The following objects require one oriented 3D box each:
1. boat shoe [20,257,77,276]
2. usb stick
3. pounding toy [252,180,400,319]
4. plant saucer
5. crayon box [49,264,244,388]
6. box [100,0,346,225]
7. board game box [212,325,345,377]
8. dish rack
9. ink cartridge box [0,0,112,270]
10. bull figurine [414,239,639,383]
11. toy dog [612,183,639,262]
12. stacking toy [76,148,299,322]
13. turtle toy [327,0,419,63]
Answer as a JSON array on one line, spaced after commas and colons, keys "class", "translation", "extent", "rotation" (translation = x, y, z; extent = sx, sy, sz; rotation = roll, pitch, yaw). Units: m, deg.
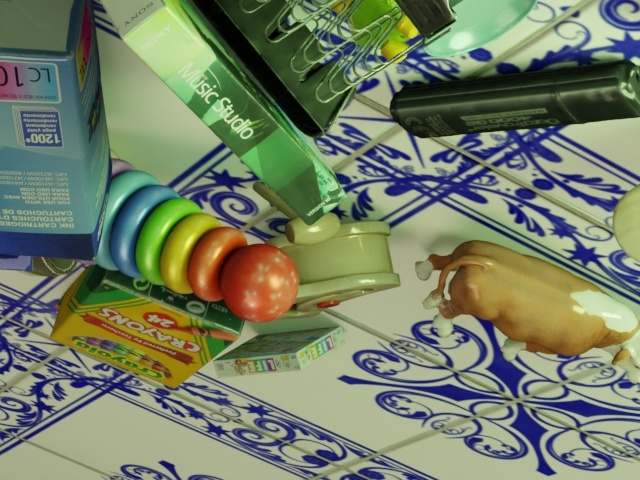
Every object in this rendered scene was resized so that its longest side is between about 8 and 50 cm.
[{"class": "boat shoe", "translation": [-0.343, -0.051, 2.253], "extent": [0.096, 0.117, 0.324], "rotation": [10, 147, 17]}, {"class": "usb stick", "translation": [0.201, -0.140, 1.853], "extent": [0.278, 0.045, 0.077], "rotation": [-4, 155, 34]}, {"class": "pounding toy", "translation": [0.000, 0.000, 2.210], "extent": [0.154, 0.155, 0.269], "rotation": [-7, 170, -18]}, {"class": "plant saucer", "translation": [0.145, -0.213, 1.710], "extent": [0.119, 0.021, 0.119], "rotation": [-23, 161, -8]}, {"class": "crayon box", "translation": [-0.244, 0.109, 2.545], "extent": [0.202, 0.081, 0.318], "rotation": [23, 154, -15]}, {"class": "box", "translation": [-0.114, -0.176, 1.778], "extent": [0.058, 0.232, 0.322], "rotation": [-40, 135, 7]}, {"class": "board game box", "translation": [-0.056, 0.152, 2.509], "extent": [0.154, 0.103, 0.026], "rotation": [-8, 103, 40]}, {"class": "dish rack", "translation": [0.001, -0.222, 1.671], "extent": [0.208, 0.074, 0.271], "rotation": [49, 153, -7]}, {"class": "ink cartridge box", "translation": [-0.368, -0.120, 1.975], "extent": [0.270, 0.151, 0.395], "rotation": [4, 144, 2]}, {"class": "bull figurine", "translation": [0.258, 0.085, 2.195], "extent": [0.310, 0.101, 0.188], "rotation": [28, 153, -25]}, {"class": "toy dog", "translation": [0.454, -0.047, 1.778], "extent": [0.333, 0.220, 0.161], "rotation": [7, 114, 9]}, {"class": "stacking toy", "translation": [-0.166, 0.008, 2.129], "extent": [0.330, 0.141, 0.141], "rotation": [25, 160, 27]}, {"class": "turtle toy", "translation": [0.061, -0.220, 1.743], "extent": [0.095, 0.066, 0.130], "rotation": [44, 153, 6]}]
